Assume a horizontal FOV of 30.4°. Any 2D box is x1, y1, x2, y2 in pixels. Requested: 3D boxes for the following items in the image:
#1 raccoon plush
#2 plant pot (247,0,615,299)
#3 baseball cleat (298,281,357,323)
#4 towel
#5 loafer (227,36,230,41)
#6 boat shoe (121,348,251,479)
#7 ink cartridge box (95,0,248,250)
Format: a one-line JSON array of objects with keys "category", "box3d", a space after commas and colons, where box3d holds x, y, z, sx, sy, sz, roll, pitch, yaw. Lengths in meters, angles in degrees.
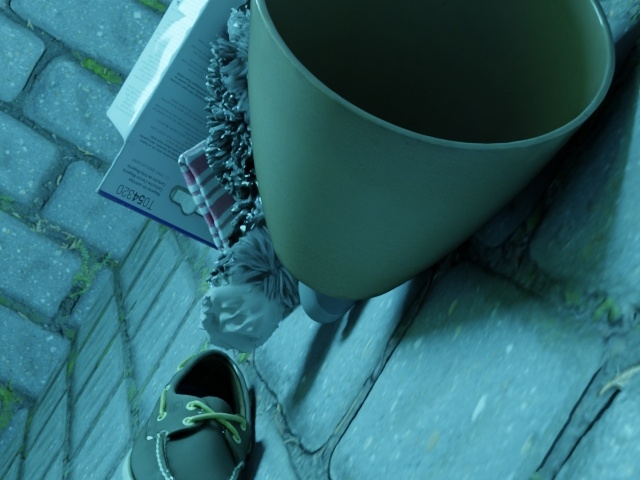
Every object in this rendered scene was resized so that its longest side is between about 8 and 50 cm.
[{"category": "raccoon plush", "box3d": [-0.075, -0.073, 1.287, 0.446, 0.216, 0.299, -59, 4, -24]}, {"category": "plant pot", "box3d": [0.048, -0.080, 0.904, 0.274, 0.257, 0.256, 112, 179, -50]}, {"category": "baseball cleat", "box3d": [0.046, -0.021, 1.081, 0.109, 0.072, 0.206, -14, 50, 62]}, {"category": "towel", "box3d": [-0.110, -0.020, 1.379, 0.029, 0.197, 0.144, -22, 7, 11]}, {"category": "loafer", "box3d": [-0.023, -0.231, 1.498, 0.080, 0.220, 0.078, 26, 108, 55]}, {"category": "boat shoe", "box3d": [-0.119, 0.188, 1.140, 0.091, 0.109, 0.305, -62, 9, 9]}, {"category": "ink cartridge box", "box3d": [-0.130, -0.166, 1.578, 0.071, 0.324, 0.330, 34, 92, 35]}]
